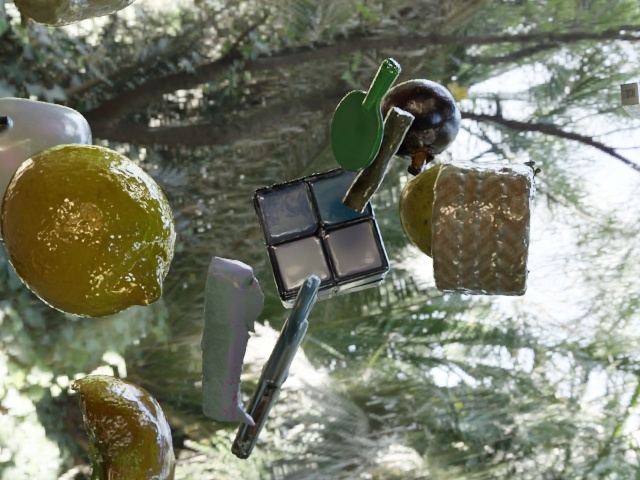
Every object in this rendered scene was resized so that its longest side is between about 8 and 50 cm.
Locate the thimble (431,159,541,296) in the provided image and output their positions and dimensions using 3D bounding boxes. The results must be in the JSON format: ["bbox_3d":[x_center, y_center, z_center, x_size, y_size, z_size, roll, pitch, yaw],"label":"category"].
[{"bbox_3d":[0.243,-0.010,1.163,0.229,0.148,0.196,74,26,-49],"label":"thimble"}]

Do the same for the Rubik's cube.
[{"bbox_3d":[0.000,0.000,2.245,0.313,0.316,0.318,91,-15,-81],"label":"Rubik's cube"}]

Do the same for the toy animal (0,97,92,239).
[{"bbox_3d":[-0.410,-0.070,1.187,0.251,0.310,0.251,-40,-149,29],"label":"toy animal"}]

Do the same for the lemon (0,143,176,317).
[{"bbox_3d":[-0.264,-0.014,0.902,0.244,0.187,0.187,46,-35,23],"label":"lemon"}]

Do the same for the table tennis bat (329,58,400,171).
[{"bbox_3d":[0.090,-0.252,1.583,0.160,0.039,0.257,61,-42,32],"label":"table tennis bat"}]

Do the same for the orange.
[{"bbox_3d":[-0.392,0.426,1.579,0.262,0.196,0.335,86,-7,-71],"label":"orange"}]

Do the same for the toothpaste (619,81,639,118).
[{"bbox_3d":[0.606,-0.271,1.525,0.034,0.164,0.046,-5,-93,28],"label":"toothpaste"}]

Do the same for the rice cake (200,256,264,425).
[{"bbox_3d":[-0.109,0.133,0.977,0.051,0.081,0.290,-61,165,-45],"label":"rice cake"}]

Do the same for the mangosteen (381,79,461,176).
[{"bbox_3d":[0.252,-0.278,2.037,0.235,0.235,0.261,128,-36,-63],"label":"mangosteen"}]

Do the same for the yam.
[{"bbox_3d":[0.125,-0.173,1.748,0.253,0.061,0.061,-62,-147,17],"label":"yam"}]

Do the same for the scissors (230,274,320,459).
[{"bbox_3d":[-0.064,0.188,1.182,0.138,0.041,0.289,107,5,-67],"label":"scissors"}]

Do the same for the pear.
[{"bbox_3d":[0.253,-0.050,1.513,0.197,0.197,0.197,172,-90,-70],"label":"pear"}]

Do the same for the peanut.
[{"bbox_3d":[-0.358,-0.383,1.152,0.137,0.253,0.122,-21,-79,44],"label":"peanut"}]
